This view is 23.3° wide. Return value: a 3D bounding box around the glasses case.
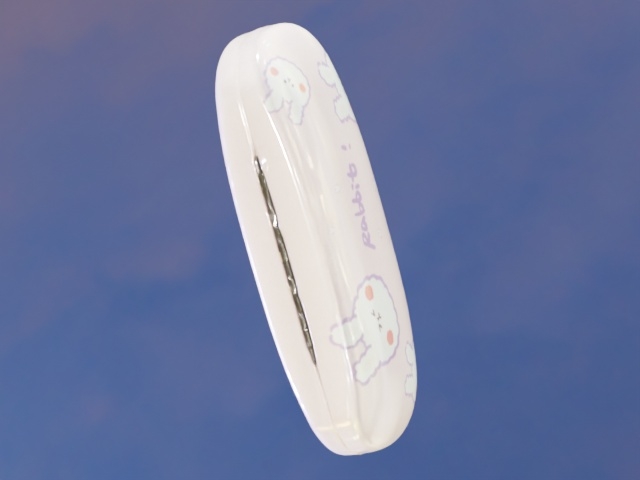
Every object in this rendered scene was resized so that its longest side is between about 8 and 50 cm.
[{"bbox_3d":[0.000,0.000,1.053,0.075,0.297,0.113,-12,-171,27],"label":"glasses case"}]
